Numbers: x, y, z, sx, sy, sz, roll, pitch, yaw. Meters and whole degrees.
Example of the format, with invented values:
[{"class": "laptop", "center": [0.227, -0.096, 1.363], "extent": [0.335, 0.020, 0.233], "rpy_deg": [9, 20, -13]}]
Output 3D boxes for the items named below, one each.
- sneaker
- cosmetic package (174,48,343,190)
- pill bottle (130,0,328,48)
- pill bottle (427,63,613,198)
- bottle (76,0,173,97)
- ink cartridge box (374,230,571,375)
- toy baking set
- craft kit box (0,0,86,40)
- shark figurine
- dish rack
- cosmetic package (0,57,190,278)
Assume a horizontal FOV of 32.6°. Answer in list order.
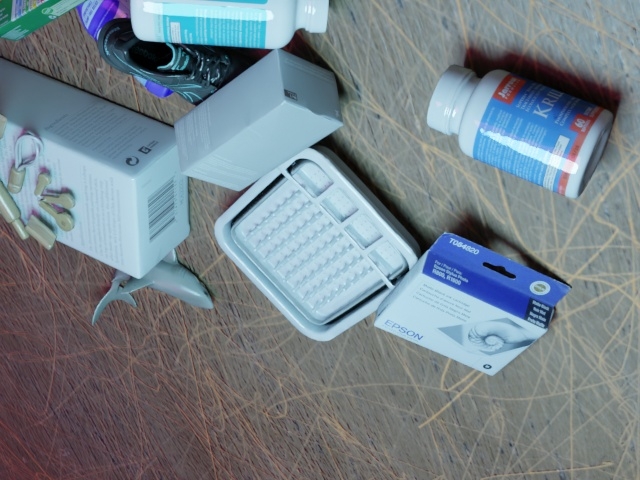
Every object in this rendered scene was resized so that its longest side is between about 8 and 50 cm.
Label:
[{"class": "sneaker", "center": [-0.195, -0.251, 1.613], "extent": [0.106, 0.267, 0.101], "rpy_deg": [32, 108, 63]}, {"class": "cosmetic package", "center": [-0.094, -0.174, 1.624], "extent": [0.238, 0.127, 0.107], "rpy_deg": [-31, 58, 33]}, {"class": "pill bottle", "center": [-0.122, -0.339, 1.497], "extent": [0.264, 0.146, 0.146], "rpy_deg": [4, 131, -4]}, {"class": "pill bottle", "center": [0.257, -0.150, 1.432], "extent": [0.221, 0.124, 0.124], "rpy_deg": [24, 134, 18]}, {"class": "bottle", "center": [-0.313, -0.355, 1.711], "extent": [0.283, 0.092, 0.118], "rpy_deg": [44, 133, -1]}, {"class": "ink cartridge box", "center": [0.227, 0.103, 1.657], "extent": [0.223, 0.045, 0.224], "rpy_deg": [23, 138, -11]}, {"class": "toy baking set", "center": [-0.508, -0.101, 1.869], "extent": [0.197, 0.030, 0.256], "rpy_deg": [-16, 112, 40]}, {"class": "craft kit box", "center": [-0.419, -0.454, 1.638], "extent": [0.250, 0.061, 0.246], "rpy_deg": [-14, 74, 44]}, {"class": "shark figurine", "center": [-0.352, 0.082, 2.074], "extent": [0.278, 0.116, 0.166], "rpy_deg": [-7, 117, 37]}, {"class": "dish rack", "center": [0.000, 0.000, 1.779], "extent": [0.285, 0.072, 0.333], "rpy_deg": [46, 137, -5]}, {"class": "cosmetic package", "center": [-0.459, -0.138, 1.939], "extent": [0.453, 0.161, 0.230], "rpy_deg": [23, 133, 20]}]
